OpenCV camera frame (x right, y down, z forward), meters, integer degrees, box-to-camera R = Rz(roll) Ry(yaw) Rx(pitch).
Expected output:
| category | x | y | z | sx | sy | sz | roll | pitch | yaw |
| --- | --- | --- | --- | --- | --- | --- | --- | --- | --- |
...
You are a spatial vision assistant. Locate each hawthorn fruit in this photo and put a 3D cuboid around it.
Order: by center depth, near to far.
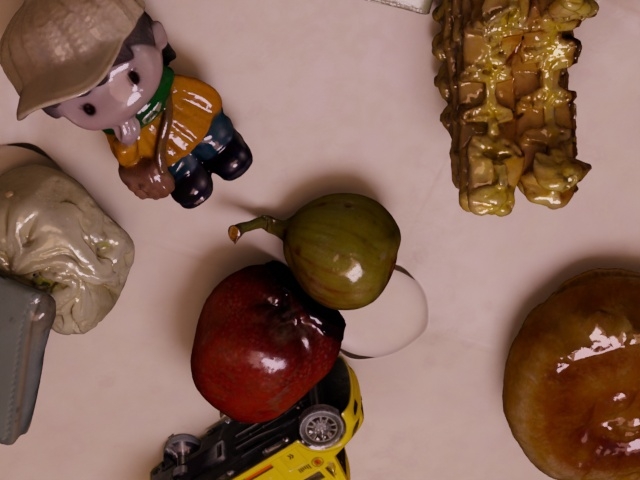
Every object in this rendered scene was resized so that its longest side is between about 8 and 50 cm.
| category | x | y | z | sx | sy | sz | roll | pitch | yaw |
| --- | --- | --- | --- | --- | --- | --- | --- | --- | --- |
| hawthorn fruit | -0.085 | 0.141 | 2.009 | 0.189 | 0.189 | 0.251 | 25 | 130 | -18 |

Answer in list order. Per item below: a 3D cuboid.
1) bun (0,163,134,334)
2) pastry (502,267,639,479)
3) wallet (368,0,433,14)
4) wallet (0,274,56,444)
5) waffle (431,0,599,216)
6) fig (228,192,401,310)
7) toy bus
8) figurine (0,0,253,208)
| category | x | y | z | sx | sy | sz | roll | pitch | yaw |
| --- | --- | --- | --- | --- | --- | --- | --- | --- | --- |
| bun | -0.340 | 0.023 | 1.926 | 0.229 | 0.145 | 0.229 | -4 | 120 | -7 |
| pastry | 0.410 | 0.189 | 2.090 | 0.356 | 0.164 | 0.356 | -3 | 125 | -5 |
| wallet | 0.099 | -0.349 | 1.827 | 0.110 | 0.039 | 0.155 | 11 | 117 | -16 |
| wallet | -0.503 | 0.107 | 1.927 | 0.360 | 0.083 | 0.252 | 21 | 124 | 10 |
| waffle | 0.221 | -0.199 | 1.794 | 0.151 | 0.261 | 0.324 | -2 | 116 | -8 |
| fig | 0.007 | 0.012 | 1.971 | 0.186 | 0.148 | 0.142 | 16 | 140 | 28 |
| toy bus | -0.071 | 0.298 | 2.103 | 0.330 | 0.144 | 0.152 | -32 | 116 | 12 |
| figurine | -0.232 | -0.183 | 1.832 | 0.185 | 0.204 | 0.332 | -37 | 144 | 12 |
